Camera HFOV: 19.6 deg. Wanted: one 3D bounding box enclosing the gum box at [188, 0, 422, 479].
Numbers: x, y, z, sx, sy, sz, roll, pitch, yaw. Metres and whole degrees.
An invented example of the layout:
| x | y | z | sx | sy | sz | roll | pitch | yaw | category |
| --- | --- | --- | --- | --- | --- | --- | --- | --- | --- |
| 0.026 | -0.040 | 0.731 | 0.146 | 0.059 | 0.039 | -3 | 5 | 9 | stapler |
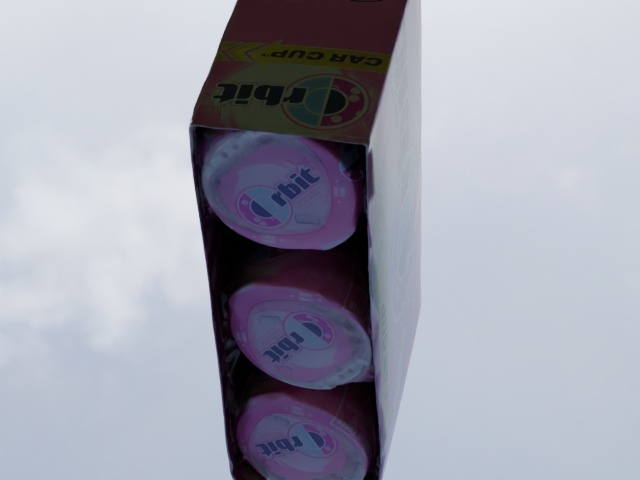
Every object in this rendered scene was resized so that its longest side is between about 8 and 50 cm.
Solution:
| x | y | z | sx | sy | sz | roll | pitch | yaw | category |
| --- | --- | --- | --- | --- | --- | --- | --- | --- | --- |
| 0.000 | 0.000 | 0.688 | 0.062 | 0.188 | 0.107 | 5 | -137 | 10 | gum box |
